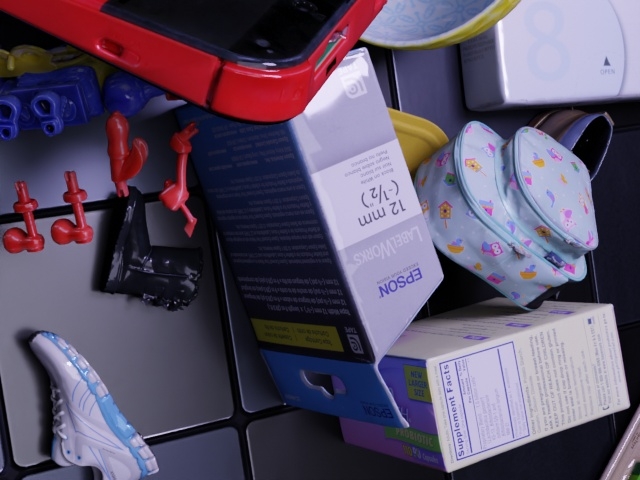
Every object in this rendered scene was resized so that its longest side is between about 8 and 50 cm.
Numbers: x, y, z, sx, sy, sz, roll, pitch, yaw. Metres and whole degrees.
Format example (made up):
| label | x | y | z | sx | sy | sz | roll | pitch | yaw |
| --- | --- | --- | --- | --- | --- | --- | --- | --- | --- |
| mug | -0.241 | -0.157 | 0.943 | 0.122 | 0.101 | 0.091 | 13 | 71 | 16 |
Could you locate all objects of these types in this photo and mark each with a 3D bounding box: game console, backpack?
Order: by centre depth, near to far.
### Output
| label | x | y | z | sx | sy | sz | roll | pitch | yaw |
| --- | --- | --- | --- | --- | --- | --- | --- | --- | --- |
| game console | -0.126 | -0.248 | 1.129 | 0.342 | 0.060 | 0.386 | 22 | 33 | 6 |
| backpack | 0.198 | -0.037 | 1.342 | 0.188 | 0.144 | 0.166 | 25 | 46 | -21 |

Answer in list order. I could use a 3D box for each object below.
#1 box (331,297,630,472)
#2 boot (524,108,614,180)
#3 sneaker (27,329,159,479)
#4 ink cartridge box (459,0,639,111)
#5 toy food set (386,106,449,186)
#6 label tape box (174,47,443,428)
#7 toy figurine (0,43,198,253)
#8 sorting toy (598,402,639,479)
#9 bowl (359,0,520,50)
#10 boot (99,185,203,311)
| label | x | y | z | sx | sy | sz | roll | pitch | yaw |
| --- | --- | --- | --- | --- | --- | --- | --- | --- | --- |
| box | 0.168 | 0.148 | 1.368 | 0.243 | 0.213 | 0.117 | -13 | 96 | -27 |
| boot | 0.256 | -0.075 | 1.479 | 0.082 | 0.106 | 0.219 | 42 | 71 | -20 |
| sneaker | -0.240 | 0.177 | 1.241 | 0.083 | 0.071 | 0.191 | -37 | 105 | -17 |
| ink cartridge box | 0.305 | -0.356 | 1.520 | 0.308 | 0.091 | 0.385 | -7 | 93 | -27 |
| toy food set | 0.074 | -0.088 | 1.412 | 0.218 | 0.071 | 0.128 | 15 | 106 | -27 |
| label tape box | 0.000 | 0.000 | 1.264 | 0.115 | 0.249 | 0.348 | -26 | 101 | -26 |
| toy figurine | -0.259 | -0.115 | 1.206 | 0.362 | 0.217 | 0.191 | -5 | 111 | 15 |
| sorting toy | 0.444 | 0.341 | 1.605 | 0.229 | 0.041 | 0.307 | 39 | 72 | -21 |
| bowl | 0.136 | -0.333 | 1.364 | 0.156 | 0.289 | 0.289 | 12 | 83 | -60 |
| boot | -0.168 | 0.011 | 1.293 | 0.099 | 0.045 | 0.121 | 11 | 91 | -24 |
